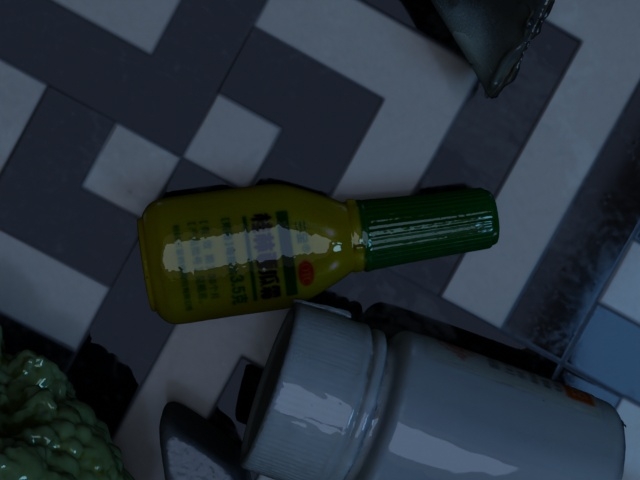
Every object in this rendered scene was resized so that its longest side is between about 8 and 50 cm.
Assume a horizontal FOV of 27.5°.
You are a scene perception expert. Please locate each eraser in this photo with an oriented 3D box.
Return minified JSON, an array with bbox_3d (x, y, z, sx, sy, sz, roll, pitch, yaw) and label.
[{"bbox_3d":[-0.063,0.291,0.969,0.061,0.089,0.351,-9,97,0],"label":"eraser"}]

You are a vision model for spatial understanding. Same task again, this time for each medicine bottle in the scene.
[{"bbox_3d":[0.077,0.142,0.938,0.252,0.144,0.144,19,94,-9],"label":"medicine bottle"},{"bbox_3d":[0.000,0.000,0.959,0.261,0.064,0.095,-8,103,-5],"label":"medicine bottle"}]

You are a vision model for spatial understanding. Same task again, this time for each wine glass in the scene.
[{"bbox_3d":[0.070,-0.190,0.926,0.183,0.122,0.122,28,93,-2],"label":"wine glass"}]

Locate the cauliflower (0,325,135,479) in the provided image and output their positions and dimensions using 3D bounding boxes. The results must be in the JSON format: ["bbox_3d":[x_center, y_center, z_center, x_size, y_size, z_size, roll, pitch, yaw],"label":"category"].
[{"bbox_3d":[-0.260,0.203,0.860,0.281,0.260,0.327,-20,76,-7],"label":"cauliflower"}]
